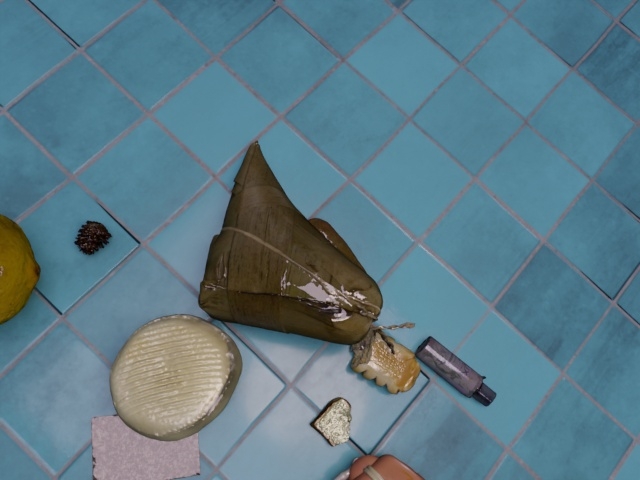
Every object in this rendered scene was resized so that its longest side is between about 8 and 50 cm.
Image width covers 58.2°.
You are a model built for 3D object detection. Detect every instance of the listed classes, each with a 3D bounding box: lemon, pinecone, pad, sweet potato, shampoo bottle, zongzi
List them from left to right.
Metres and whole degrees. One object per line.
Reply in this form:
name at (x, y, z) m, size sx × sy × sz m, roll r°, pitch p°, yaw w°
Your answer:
lemon at (-0.753, 0.064, 1.222) m, size 0.292 × 0.293 × 0.293 m, roll 2°, pitch 75°, yaw -8°
pinecone at (-0.545, -0.006, 1.374) m, size 0.077 × 0.077 × 0.083 m, roll 39°, pitch 100°, yaw 3°
pad at (-0.395, 0.467, 1.303) m, size 0.234 × 0.003 × 0.158 m, roll -5°, pitch 76°, yaw -9°
zongzi at (-0.003, -0.008, 1.332) m, size 0.499 × 0.218 × 0.467 m, roll 10°, pitch 75°, yaw 12°
sweet potato at (0.055, 0.050, 1.449) m, size 0.075 × 0.075 × 0.273 m, roll -39°, pitch 88°, yaw -16°
shampoo bottle at (0.334, 0.324, 1.415) m, size 0.214 × 0.072 × 0.072 m, roll 38°, pitch 73°, yaw 3°

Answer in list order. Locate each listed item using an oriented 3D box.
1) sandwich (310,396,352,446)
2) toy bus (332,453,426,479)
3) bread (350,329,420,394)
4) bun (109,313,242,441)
sandwich at (0.040, 0.428, 1.360) m, size 0.093 × 0.036 × 0.105 m, roll 41°, pitch 72°, yaw 5°
toy bus at (0.117, 0.601, 1.251) m, size 0.287 × 0.194 × 0.232 m, roll -38°, pitch 76°, yaw -15°
bread at (0.152, 0.293, 1.386) m, size 0.177 × 0.084 × 0.119 m, roll 35°, pitch 72°, yaw 1°
bun at (-0.320, 0.307, 1.286) m, size 0.287 × 0.146 × 0.287 m, roll 1°, pitch 62°, yaw -2°
